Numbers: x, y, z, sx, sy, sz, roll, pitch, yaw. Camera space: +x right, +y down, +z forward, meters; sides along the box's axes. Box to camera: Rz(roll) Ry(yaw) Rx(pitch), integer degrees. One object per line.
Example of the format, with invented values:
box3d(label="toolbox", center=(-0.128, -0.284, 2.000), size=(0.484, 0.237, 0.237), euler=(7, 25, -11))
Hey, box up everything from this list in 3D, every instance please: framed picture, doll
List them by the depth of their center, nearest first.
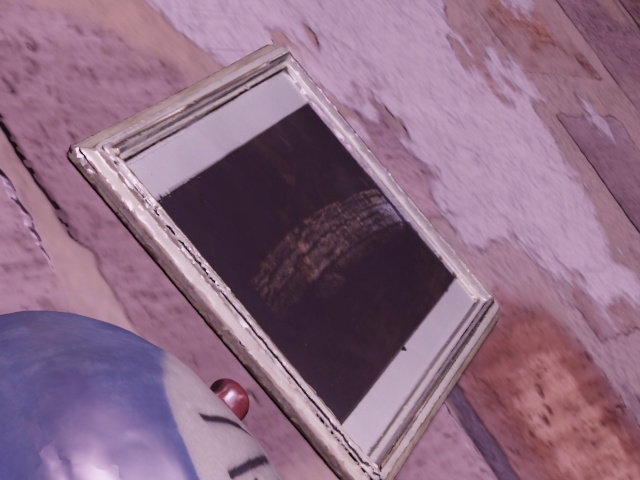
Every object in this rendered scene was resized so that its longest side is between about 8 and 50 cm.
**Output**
box3d(label="doll", center=(-0.039, 0.140, 0.515), size=(0.228, 0.154, 0.258), euler=(87, -21, -74))
box3d(label="framed picture", center=(0.000, 0.000, 0.936), size=(0.231, 0.018, 0.293), euler=(50, 24, -1))
